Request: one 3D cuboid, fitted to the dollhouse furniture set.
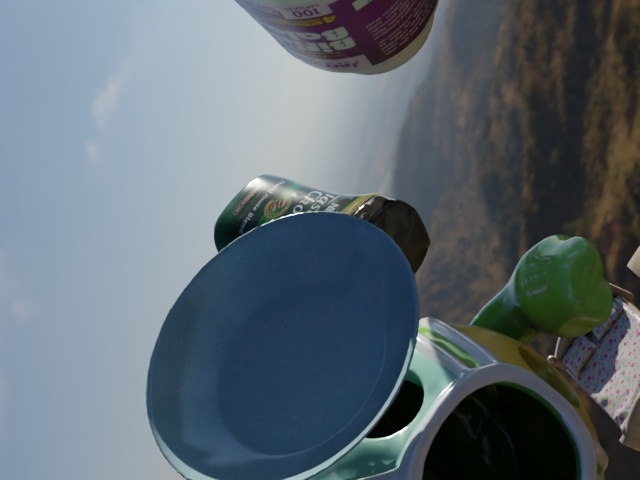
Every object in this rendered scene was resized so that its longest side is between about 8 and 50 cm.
[{"bbox_3d":[0.339,0.185,1.417,0.355,0.174,0.303,-61,25,14],"label":"dollhouse furniture set"}]

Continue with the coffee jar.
[{"bbox_3d":[0.000,0.000,0.980,0.096,0.184,0.079,-49,-51,-26],"label":"coffee jar"}]

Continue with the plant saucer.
[{"bbox_3d":[-0.020,0.073,0.721,0.037,0.195,0.195,48,-135,-46],"label":"plant saucer"}]

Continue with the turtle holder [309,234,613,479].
[{"bbox_3d":[0.102,0.161,0.795,0.243,0.320,0.227,62,155,10],"label":"turtle holder"}]

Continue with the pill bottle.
[{"bbox_3d":[0.011,-0.238,0.973,0.301,0.169,0.169,25,-102,-73],"label":"pill bottle"}]
